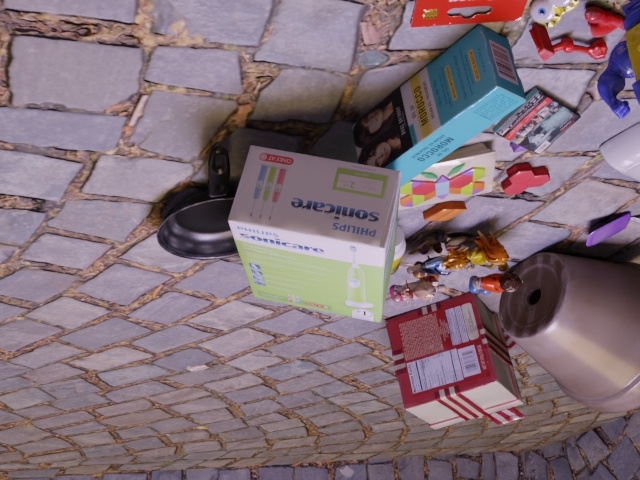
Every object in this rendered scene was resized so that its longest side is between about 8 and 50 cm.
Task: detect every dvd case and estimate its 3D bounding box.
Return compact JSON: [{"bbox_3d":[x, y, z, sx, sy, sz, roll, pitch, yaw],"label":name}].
[{"bbox_3d":[0.316,-0.172,1.246,0.119,0.013,0.087,16,129,-41],"label":"dvd case"}]

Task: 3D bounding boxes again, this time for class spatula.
[{"bbox_3d":[0.658,-0.042,1.650,0.297,0.030,0.084,-13,156,4],"label":"spatula"}]

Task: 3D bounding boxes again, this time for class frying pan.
[{"bbox_3d":[-0.178,-0.050,1.291,0.197,0.053,0.326,-17,153,10],"label":"frying pan"}]

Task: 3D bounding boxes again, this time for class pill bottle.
[{"bbox_3d":[0.118,0.016,1.526,0.065,0.065,0.116,-7,155,-8],"label":"pill bottle"}]

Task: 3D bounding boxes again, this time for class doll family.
[{"bbox_3d":[0.249,0.047,1.559,0.263,0.118,0.163,-5,175,-17],"label":"doll family"}]

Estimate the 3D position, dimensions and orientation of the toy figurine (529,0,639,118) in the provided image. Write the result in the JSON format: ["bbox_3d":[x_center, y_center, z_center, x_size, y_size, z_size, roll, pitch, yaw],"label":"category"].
[{"bbox_3d":[0.430,-0.235,0.945,0.191,0.217,0.363,14,146,-41],"label":"toy figurine"}]

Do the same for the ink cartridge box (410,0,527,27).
[{"bbox_3d":[0.185,-0.287,0.946,0.146,0.045,0.179,-6,152,-8],"label":"ink cartridge box"}]

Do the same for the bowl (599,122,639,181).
[{"bbox_3d":[0.541,-0.142,1.372,0.142,0.053,0.142,-32,148,35],"label":"bowl"}]

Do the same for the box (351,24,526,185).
[{"bbox_3d":[0.147,-0.166,1.117,0.060,0.100,0.244,14,145,-38],"label":"box"}]

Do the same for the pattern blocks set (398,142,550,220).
[{"bbox_3d":[0.193,-0.096,1.367,0.325,0.026,0.285,-18,153,17],"label":"pattern blocks set"}]

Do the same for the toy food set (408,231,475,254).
[{"bbox_3d":[0.224,0.006,1.601,0.122,0.019,0.078,0,154,-38],"label":"toy food set"}]

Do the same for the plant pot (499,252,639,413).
[{"bbox_3d":[0.536,0.160,1.760,0.280,0.323,0.323,26,140,-26],"label":"plant pot"}]

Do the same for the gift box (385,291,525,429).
[{"bbox_3d":[0.331,0.288,1.957,0.276,0.255,0.258,-16,152,20],"label":"gift box"}]

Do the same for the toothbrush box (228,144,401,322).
[{"bbox_3d":[0.000,0.000,1.211,0.206,0.122,0.283,10,158,8],"label":"toothbrush box"}]
